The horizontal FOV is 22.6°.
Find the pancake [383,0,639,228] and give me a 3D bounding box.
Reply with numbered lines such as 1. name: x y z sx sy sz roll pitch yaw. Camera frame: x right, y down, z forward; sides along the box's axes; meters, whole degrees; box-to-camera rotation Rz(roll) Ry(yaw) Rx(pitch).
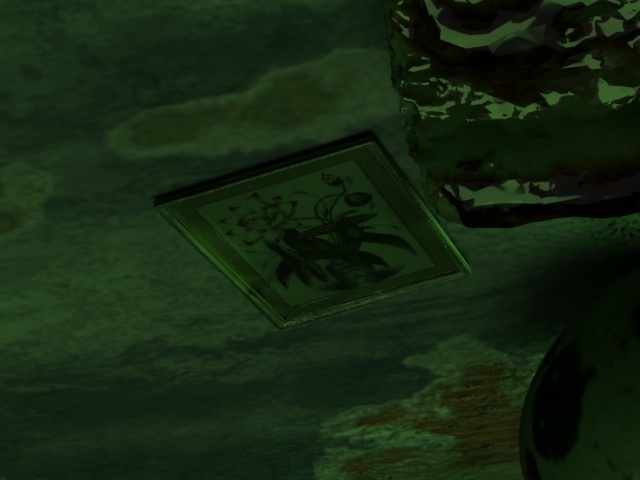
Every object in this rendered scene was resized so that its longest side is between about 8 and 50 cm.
1. pancake: 0.201 -0.149 0.841 0.426 0.067 0.305 -20 127 23

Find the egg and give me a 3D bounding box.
1. egg: 0.323 0.137 1.238 0.379 0.288 0.287 -19 149 31

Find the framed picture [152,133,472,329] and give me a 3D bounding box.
1. framed picture: 0.000 0.000 1.200 0.173 0.010 0.231 -17 149 17
